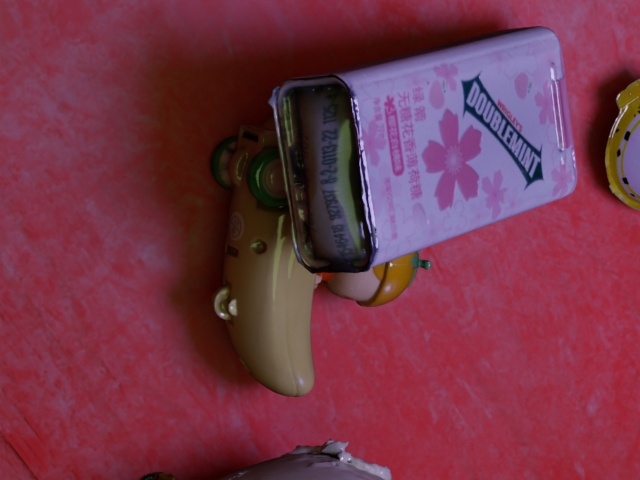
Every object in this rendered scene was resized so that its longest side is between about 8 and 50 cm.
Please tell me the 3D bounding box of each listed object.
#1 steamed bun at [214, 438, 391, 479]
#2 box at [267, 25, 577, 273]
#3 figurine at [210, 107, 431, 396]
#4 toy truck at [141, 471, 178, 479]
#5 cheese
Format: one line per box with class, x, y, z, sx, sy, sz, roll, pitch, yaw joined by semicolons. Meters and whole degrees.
steamed bun;-0.053;0.337;1.924;0.312;0.334;0.233;-18;70;-23
box;0.107;-0.095;1.913;0.369;0.112;0.190;-17;101;-48
figurine;0.000;0.000;1.982;0.222;0.124;0.324;4;98;-27
toy truck;-0.167;0.282;2.009;0.054;0.049;0.083;32;90;-25
cheese;0.390;-0.075;2.139;0.156;0.064;0.250;-35;122;-10
